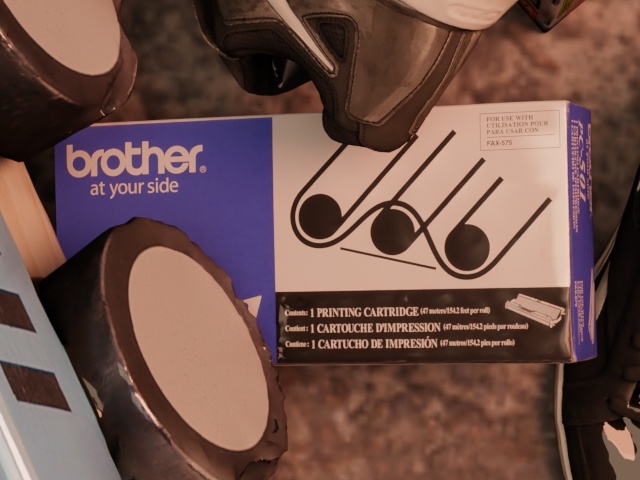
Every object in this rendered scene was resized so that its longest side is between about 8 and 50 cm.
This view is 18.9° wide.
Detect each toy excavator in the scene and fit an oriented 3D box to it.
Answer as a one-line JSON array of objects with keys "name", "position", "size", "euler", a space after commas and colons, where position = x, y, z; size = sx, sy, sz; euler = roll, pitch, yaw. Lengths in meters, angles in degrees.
[{"name": "toy excavator", "position": [-0.193, 0.104, 0.553], "size": [0.222, 0.445, 0.433], "euler": [-26, 85, 24]}]

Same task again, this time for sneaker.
[{"name": "sneaker", "position": [0.138, 0.017, 0.718], "size": [0.079, 0.121, 0.216], "euler": [13, 90, 5]}, {"name": "sneaker", "position": [-0.020, -0.113, 0.718], "size": [0.234, 0.078, 0.106], "euler": [48, 123, 40]}]

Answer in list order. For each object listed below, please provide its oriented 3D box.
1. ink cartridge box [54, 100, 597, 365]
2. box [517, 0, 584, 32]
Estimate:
[{"name": "ink cartridge box", "position": [0.000, 0.000, 0.741], "size": [0.207, 0.046, 0.097], "euler": [-1, 89, 19]}, {"name": "box", "position": [0.034, -0.174, 0.733], "size": [0.036, 0.114, 0.207], "euler": [-41, 87, 2]}]
